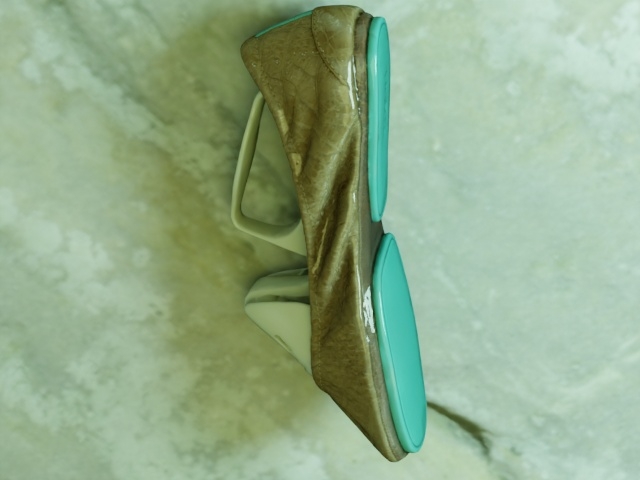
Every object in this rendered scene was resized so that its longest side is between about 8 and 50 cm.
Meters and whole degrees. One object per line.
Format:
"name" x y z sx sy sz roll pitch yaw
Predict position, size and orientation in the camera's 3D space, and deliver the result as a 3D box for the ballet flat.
"ballet flat" 0.000 0.000 1.250 0.124 0.116 0.342 -2 114 13
